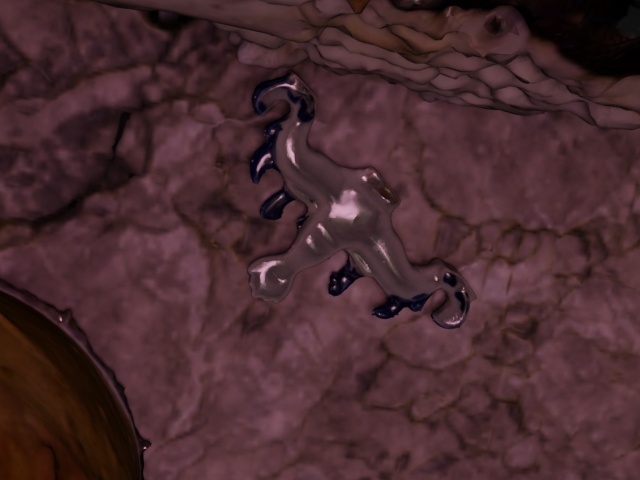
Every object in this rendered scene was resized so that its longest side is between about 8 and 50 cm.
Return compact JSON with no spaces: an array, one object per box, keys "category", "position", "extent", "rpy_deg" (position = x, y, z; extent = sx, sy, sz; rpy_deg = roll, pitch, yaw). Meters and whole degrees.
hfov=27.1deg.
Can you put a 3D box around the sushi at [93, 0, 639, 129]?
[{"category":"sushi","position":[-0.003,-0.151,0.455],"extent":[0.344,0.196,0.181],"rpy_deg":[16,83,-17]}]

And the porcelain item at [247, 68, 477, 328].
[{"category":"porcelain item","position":[0.000,0.000,0.564],"extent":[0.075,0.021,0.136],"rpy_deg":[-39,106,2]}]

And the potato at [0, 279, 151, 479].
[{"category":"potato","position":[-0.215,0.130,0.480],"extent":[0.300,0.196,0.246],"rpy_deg":[-18,105,-2]}]
